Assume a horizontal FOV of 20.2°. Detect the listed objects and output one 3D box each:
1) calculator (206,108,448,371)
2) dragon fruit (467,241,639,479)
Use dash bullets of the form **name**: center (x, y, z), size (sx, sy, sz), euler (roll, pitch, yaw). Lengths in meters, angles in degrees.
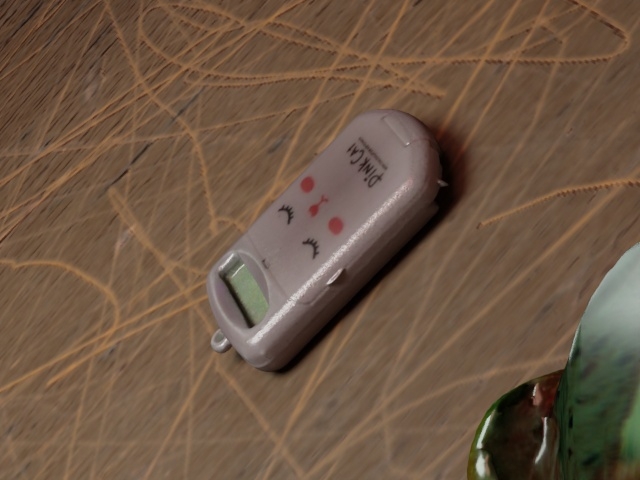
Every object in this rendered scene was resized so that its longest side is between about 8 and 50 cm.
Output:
- **calculator**: center (0.000, 0.000, 1.010), size (0.175, 0.032, 0.100), euler (-46, 33, 7)
- **dragon fruit**: center (0.174, 0.089, 0.581), size (0.268, 0.130, 0.295), euler (-21, 57, 48)
